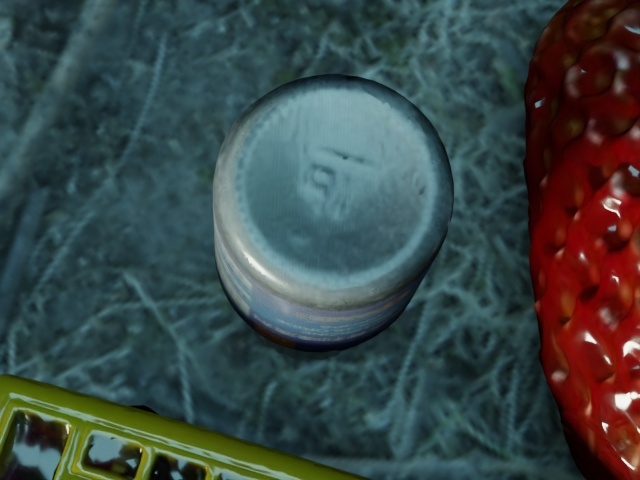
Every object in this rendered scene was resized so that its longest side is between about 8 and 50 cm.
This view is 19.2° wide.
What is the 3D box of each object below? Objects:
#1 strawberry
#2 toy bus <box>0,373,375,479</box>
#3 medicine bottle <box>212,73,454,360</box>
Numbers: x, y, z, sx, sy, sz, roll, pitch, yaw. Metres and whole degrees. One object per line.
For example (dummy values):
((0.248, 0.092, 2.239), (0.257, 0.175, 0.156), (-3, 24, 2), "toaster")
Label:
((0.163, -0.002, 0.748), (0.205, 0.205, 0.244), (-23, 59, -7), "strawberry")
((0.014, 0.160, 0.717), (0.331, 0.145, 0.151), (16, 79, 1), "toy bus")
((0.000, 0.000, 0.720), (0.083, 0.203, 0.083), (0, 80, -3), "medicine bottle")
